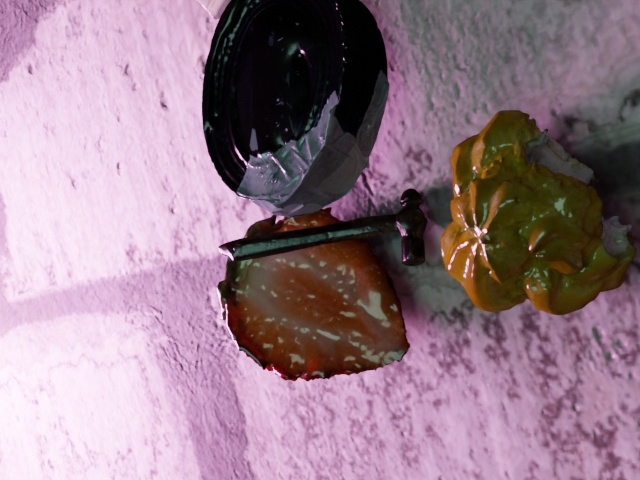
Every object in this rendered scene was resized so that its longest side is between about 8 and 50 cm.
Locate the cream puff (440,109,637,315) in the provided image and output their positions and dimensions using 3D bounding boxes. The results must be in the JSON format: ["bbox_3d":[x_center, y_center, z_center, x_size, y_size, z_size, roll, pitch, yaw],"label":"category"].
[{"bbox_3d":[0.139,-0.014,0.746,0.121,0.156,0.156,-37,74,18],"label":"cream puff"}]

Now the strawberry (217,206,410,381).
[{"bbox_3d":[0.002,0.051,0.902,0.187,0.082,0.147,28,89,24],"label":"strawberry"}]

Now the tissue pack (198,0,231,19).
[{"bbox_3d":[-0.065,-0.235,0.915,0.042,0.062,0.083,49,125,19],"label":"tissue pack"}]

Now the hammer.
[{"bbox_3d":[0.000,0.000,0.872,0.178,0.021,0.065,-9,70,9],"label":"hammer"}]

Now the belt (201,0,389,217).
[{"bbox_3d":[-0.020,-0.118,0.869,0.151,0.078,0.198,4,85,36],"label":"belt"}]
